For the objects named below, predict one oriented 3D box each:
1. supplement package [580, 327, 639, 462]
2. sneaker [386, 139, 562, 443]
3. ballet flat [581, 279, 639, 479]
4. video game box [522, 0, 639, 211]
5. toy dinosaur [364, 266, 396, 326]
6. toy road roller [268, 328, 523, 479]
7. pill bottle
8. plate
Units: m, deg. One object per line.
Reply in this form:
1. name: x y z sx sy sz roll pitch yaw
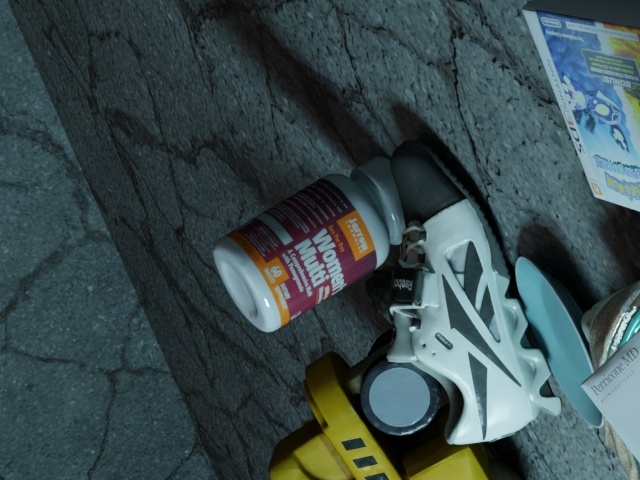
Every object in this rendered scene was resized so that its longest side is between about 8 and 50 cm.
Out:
1. supplement package: 0.336 0.110 1.282 0.203 0.149 0.194 53 135 17
2. sneaker: 0.124 0.060 1.902 0.122 0.146 0.330 146 100 -80
3. ballet flat: 0.283 0.113 1.645 0.106 0.107 0.316 55 164 41
4. video game box: 0.257 -0.103 1.431 0.205 0.048 0.187 25 146 62
5. toy dinosaur: 0.113 0.089 2.097 0.118 0.064 0.268 28 -176 -8
6. toy road roller: 0.087 0.279 2.180 0.329 0.240 0.202 57 -172 -5
7. pill bottle: 0.000 0.000 2.041 0.121 0.221 0.121 51 162 24
8. plate: 0.246 0.098 1.810 0.188 0.024 0.188 156 90 -83
